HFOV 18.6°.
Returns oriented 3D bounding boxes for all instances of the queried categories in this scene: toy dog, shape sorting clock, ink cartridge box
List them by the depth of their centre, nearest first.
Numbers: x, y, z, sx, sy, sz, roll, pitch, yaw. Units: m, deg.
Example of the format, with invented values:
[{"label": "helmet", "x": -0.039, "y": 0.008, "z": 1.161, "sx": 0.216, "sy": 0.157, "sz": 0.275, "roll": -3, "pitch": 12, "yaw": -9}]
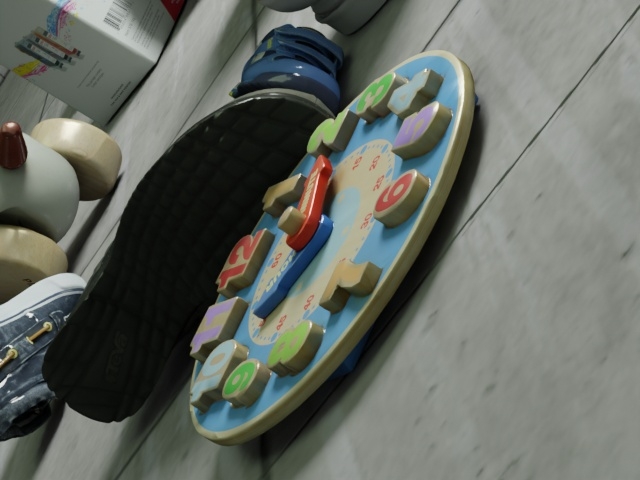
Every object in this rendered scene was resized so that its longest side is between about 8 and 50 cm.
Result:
[{"label": "shape sorting clock", "x": 0.000, "y": 0.000, "z": 0.884, "sx": 0.206, "sy": 0.040, "sz": 0.206, "roll": -53, "pitch": 15, "yaw": 21}, {"label": "toy dog", "x": -0.337, "y": -0.054, "z": 1.623, "sx": 0.161, "sy": 0.333, "sz": 0.220, "roll": 78, "pitch": -176, "yaw": -53}, {"label": "ink cartridge box", "x": -0.241, "y": -0.228, "z": 1.910, "sx": 0.127, "sy": 0.176, "sz": 0.128, "roll": -42, "pitch": 21, "yaw": 49}]

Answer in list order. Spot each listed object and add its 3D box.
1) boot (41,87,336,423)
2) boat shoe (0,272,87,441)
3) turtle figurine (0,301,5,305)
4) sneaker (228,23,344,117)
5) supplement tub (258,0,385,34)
[{"label": "boot", "x": -0.066, "y": -0.022, "z": 1.089, "sx": 0.246, "sy": 0.083, "sz": 0.161, "roll": -48, "pitch": 11, "yaw": 31}, {"label": "boat shoe", "x": -0.200, "y": 0.085, "z": 1.364, "sx": 0.065, "sy": 0.083, "sz": 0.183, "roll": -50, "pitch": -11, "yaw": 29}, {"label": "turtle figurine", "x": -0.334, "y": 0.040, "z": 1.778, "sx": 0.175, "sy": 0.118, "sz": 0.234, "roll": -29, "pitch": -21, "yaw": -36}, {"label": "sneaker", "x": -0.015, "y": -0.098, "z": 1.119, "sx": 0.059, "sy": 0.053, "sz": 0.144, "roll": -57, "pitch": 15, "yaw": -3}, {"label": "supplement tub", "x": -0.036, "y": -0.225, "z": 1.149, "sx": 0.144, "sy": 0.199, "sz": 0.144, "roll": -54, "pitch": 15, "yaw": 21}]
